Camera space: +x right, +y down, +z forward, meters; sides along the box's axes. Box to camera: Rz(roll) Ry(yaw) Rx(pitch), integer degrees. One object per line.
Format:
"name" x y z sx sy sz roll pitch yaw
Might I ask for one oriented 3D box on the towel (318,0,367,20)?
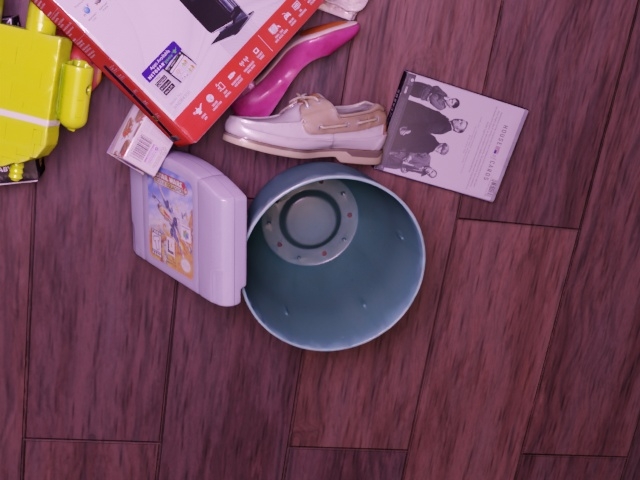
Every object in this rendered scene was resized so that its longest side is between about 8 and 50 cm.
"towel" 0.023 -0.504 1.336 0.187 0.049 0.282 14 107 -16

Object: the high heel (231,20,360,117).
"high heel" -0.036 -0.270 1.392 0.244 0.082 0.117 -24 113 -1

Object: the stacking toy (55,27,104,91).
"stacking toy" -0.319 -0.363 1.280 0.279 0.130 0.309 -5 111 -8

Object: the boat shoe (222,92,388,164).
"boat shoe" -0.021 -0.190 1.388 0.302 0.113 0.103 0 109 -37

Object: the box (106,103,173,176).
"box" -0.216 -0.255 1.311 0.067 0.063 0.324 32 82 -40

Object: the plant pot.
"plant pot" 0.000 0.000 1.416 0.292 0.235 0.293 -4 111 -10

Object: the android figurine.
"android figurine" -0.452 -0.224 1.226 0.248 0.056 0.273 12 104 5

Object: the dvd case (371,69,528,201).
"dvd case" 0.229 -0.181 1.504 0.238 0.029 0.179 14 106 -16

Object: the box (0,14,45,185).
"box" -0.611 -0.205 1.313 0.321 0.079 0.257 -7 109 -8

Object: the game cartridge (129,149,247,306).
"game cartridge" -0.217 -0.036 1.340 0.062 0.297 0.198 -18 117 -35

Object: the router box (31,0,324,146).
"router box" -0.191 -0.357 1.217 0.301 0.082 0.335 45 73 -21
